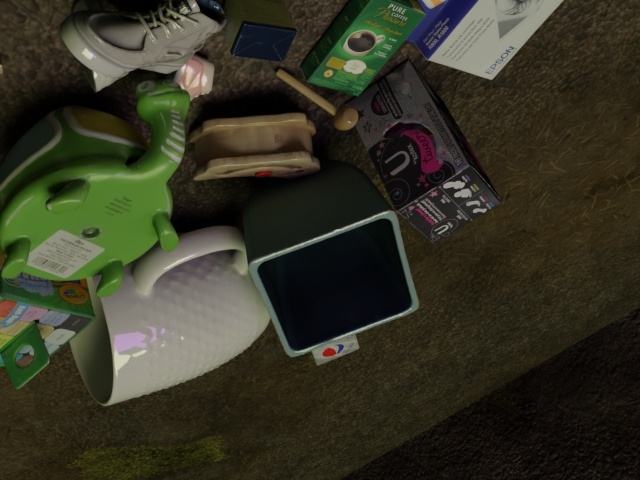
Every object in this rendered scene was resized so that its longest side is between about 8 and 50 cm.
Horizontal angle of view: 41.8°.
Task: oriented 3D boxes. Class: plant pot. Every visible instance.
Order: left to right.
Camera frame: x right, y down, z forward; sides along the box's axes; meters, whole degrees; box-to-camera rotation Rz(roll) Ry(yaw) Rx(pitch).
[{"bbox_3d":[0.000,0.000,1.463,0.247,0.252,0.248,-20,133,-1],"label":"plant pot"}]

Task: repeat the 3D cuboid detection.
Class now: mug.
[{"bbox_3d":[-0.250,0.095,1.483,0.327,0.276,0.374,-13,153,-31],"label":"mug"}]

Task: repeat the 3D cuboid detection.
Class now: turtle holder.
[{"bbox_3d":[-0.337,-0.093,1.203,0.243,0.228,0.320,1,141,-31],"label":"turtle holder"}]

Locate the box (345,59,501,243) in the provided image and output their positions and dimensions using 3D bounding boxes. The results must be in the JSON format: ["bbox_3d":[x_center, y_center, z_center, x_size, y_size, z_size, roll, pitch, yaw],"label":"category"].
[{"bbox_3d":[0.168,-0.147,1.408,0.142,0.247,0.163,-34,146,16],"label":"box"}]

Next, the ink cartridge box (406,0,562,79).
[{"bbox_3d":[0.263,-0.368,1.330,0.223,0.045,0.223,7,138,-37],"label":"ink cartridge box"}]

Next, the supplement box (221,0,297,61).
[{"bbox_3d":[-0.090,-0.303,1.175,0.083,0.083,0.056,0,142,-32],"label":"supplement box"}]

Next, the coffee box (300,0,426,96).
[{"bbox_3d":[0.065,-0.310,1.300,0.113,0.040,0.184,7,138,-38],"label":"coffee box"}]

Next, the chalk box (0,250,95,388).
[{"bbox_3d":[-0.489,0.085,1.314,0.180,0.289,0.179,-37,145,22],"label":"chalk box"}]

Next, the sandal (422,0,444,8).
[{"bbox_3d":[0.131,-0.355,1.155,0.265,0.076,0.102,-11,-164,22],"label":"sandal"}]

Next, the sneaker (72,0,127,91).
[{"bbox_3d":[-0.297,-0.272,1.137,0.061,0.054,0.152,-27,154,-23],"label":"sneaker"}]

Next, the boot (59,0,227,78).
[{"bbox_3d":[-0.214,-0.277,1.062,0.123,0.095,0.258,-34,-179,21],"label":"boot"}]

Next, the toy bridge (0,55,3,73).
[{"bbox_3d":[-0.436,-0.286,1.045,0.063,0.026,0.188,-7,145,-20],"label":"toy bridge"}]

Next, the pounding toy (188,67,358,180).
[{"bbox_3d":[-0.081,-0.185,1.373,0.269,0.155,0.154,-6,174,-9],"label":"pounding toy"}]

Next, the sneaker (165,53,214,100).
[{"bbox_3d":[-0.202,-0.222,1.257,0.070,0.051,0.134,9,133,-32],"label":"sneaker"}]

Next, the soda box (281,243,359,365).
[{"bbox_3d":[-0.020,0.087,1.605,0.091,0.286,0.098,-22,150,-3],"label":"soda box"}]
